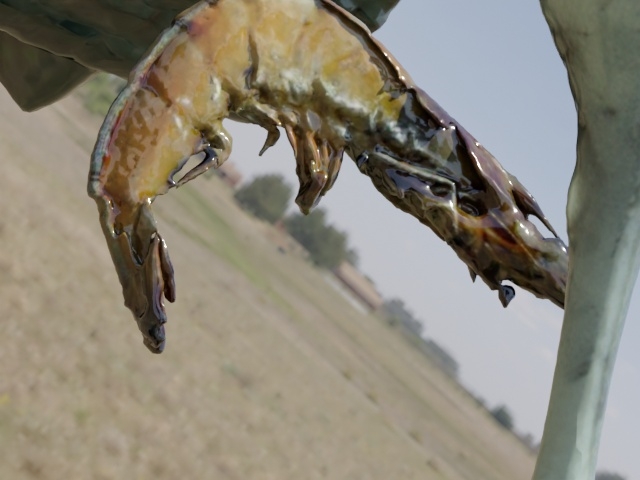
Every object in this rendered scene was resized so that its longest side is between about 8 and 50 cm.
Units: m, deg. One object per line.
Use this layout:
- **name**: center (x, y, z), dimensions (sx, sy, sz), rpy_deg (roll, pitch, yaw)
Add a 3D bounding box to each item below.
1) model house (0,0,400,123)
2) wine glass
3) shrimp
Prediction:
- **model house**: center (-0.197, -0.244, 0.844), dimensions (0.445, 0.400, 0.395), rpy_deg (15, -12, -39)
- **wine glass**: center (0.080, -0.034, 0.289), dimensions (0.096, 0.310, 0.264), rpy_deg (10, 6, -1)
- **shrimp**: center (0.001, 0.000, 0.564), dimensions (0.195, 0.148, 0.035), rpy_deg (42, -16, -2)
